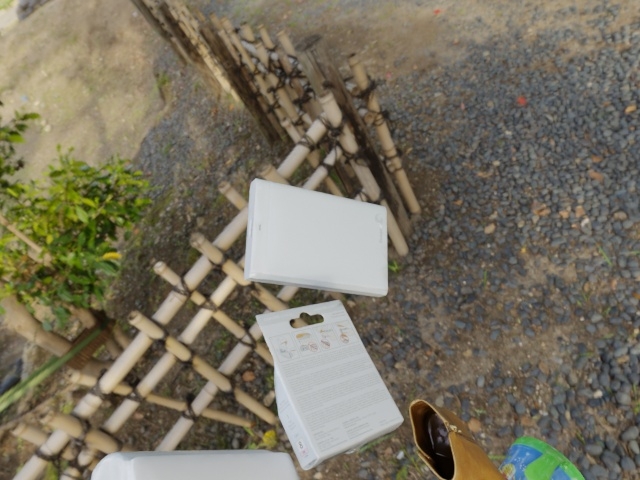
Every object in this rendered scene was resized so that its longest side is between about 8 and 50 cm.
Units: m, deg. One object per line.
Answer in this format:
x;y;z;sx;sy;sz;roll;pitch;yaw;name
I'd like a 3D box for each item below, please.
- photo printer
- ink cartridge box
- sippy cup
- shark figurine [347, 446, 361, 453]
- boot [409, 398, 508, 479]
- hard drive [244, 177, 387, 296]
-0.123;0.392;0.624;0.107;0.308;0.255;-30;55;29;photo printer
0.006;0.219;0.816;0.232;0.189;0.066;58;132;28;ink cartridge box
0.561;0.697;1.378;0.224;0.305;0.240;-31;12;-26;sippy cup
0.060;0.431;1.233;0.116;0.278;0.166;-48;22;-20;shark figurine
0.246;0.404;0.823;0.104;0.211;0.295;-38;51;9;boot
0.000;0.000;1.050;0.040;0.308;0.202;-28;56;59;hard drive
